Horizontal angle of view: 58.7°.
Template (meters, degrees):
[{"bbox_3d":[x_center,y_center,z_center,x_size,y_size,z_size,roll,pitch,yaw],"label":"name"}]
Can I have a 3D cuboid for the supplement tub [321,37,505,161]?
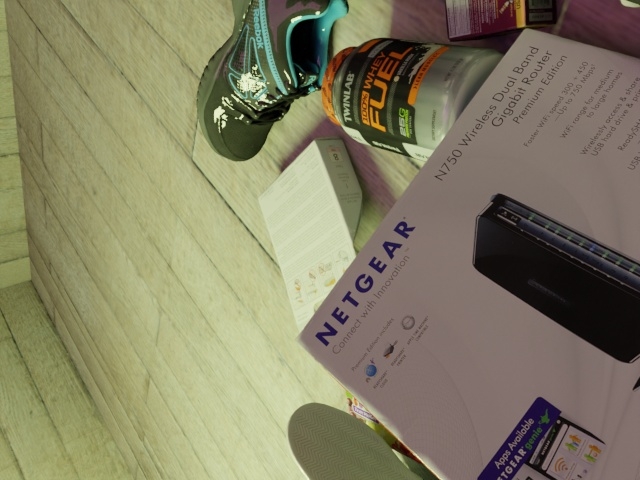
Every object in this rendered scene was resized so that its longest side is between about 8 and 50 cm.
[{"bbox_3d":[0.095,-0.147,0.593,0.190,0.117,0.117,25,124,44],"label":"supplement tub"}]

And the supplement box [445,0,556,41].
[{"bbox_3d":[0.165,-0.213,0.526,0.083,0.055,0.043,10,113,50],"label":"supplement box"}]

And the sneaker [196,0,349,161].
[{"bbox_3d":[-0.074,-0.220,0.772,0.140,0.125,0.341,48,140,20],"label":"sneaker"}]

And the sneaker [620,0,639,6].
[{"bbox_3d":[0.211,-0.243,0.424,0.331,0.122,0.146,61,160,12],"label":"sneaker"}]

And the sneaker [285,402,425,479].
[{"bbox_3d":[0.061,0.334,0.779,0.292,0.108,0.169,37,155,-1],"label":"sneaker"}]

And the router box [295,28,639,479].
[{"bbox_3d":[0.188,0.036,0.418,0.301,0.082,0.335,35,89,38],"label":"router box"}]

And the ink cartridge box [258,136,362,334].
[{"bbox_3d":[0.000,0.000,0.809,0.189,0.066,0.232,-36,72,52],"label":"ink cartridge box"}]

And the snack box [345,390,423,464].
[{"bbox_3d":[0.104,0.178,0.765,0.174,0.070,0.207,5,108,52],"label":"snack box"}]
